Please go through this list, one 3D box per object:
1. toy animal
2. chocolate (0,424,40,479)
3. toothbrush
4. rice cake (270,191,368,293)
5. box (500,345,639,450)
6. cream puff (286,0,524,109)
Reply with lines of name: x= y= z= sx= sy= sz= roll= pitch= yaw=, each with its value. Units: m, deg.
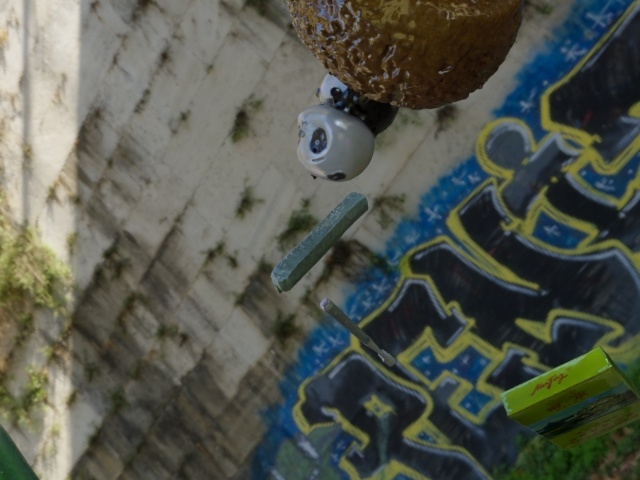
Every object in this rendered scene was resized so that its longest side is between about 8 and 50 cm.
toy animal: x=0.046 y=-0.231 z=1.394 sx=0.235 sy=0.165 sz=0.187 roll=-56 pitch=27 yaw=-2
chocolate: x=-0.525 y=0.357 z=1.101 sx=0.110 sy=0.291 sz=0.110 roll=-32 pitch=-1 yaw=-1
toothbrush: x=0.086 y=0.199 z=1.461 sx=0.025 sy=0.030 sz=0.342 roll=-48 pitch=-39 yaw=-3
rice cake: x=0.000 y=0.000 z=1.244 sx=0.245 sy=0.042 sz=0.045 roll=-45 pitch=-35 yaw=-25
box: x=0.466 y=0.293 z=1.238 sx=0.187 sy=0.047 sz=0.335 roll=-31 pitch=-39 yaw=19
cream puff: x=0.087 y=-0.286 z=0.811 sx=0.303 sy=0.303 sz=0.212 roll=-35 pitch=-9 yaw=-38
